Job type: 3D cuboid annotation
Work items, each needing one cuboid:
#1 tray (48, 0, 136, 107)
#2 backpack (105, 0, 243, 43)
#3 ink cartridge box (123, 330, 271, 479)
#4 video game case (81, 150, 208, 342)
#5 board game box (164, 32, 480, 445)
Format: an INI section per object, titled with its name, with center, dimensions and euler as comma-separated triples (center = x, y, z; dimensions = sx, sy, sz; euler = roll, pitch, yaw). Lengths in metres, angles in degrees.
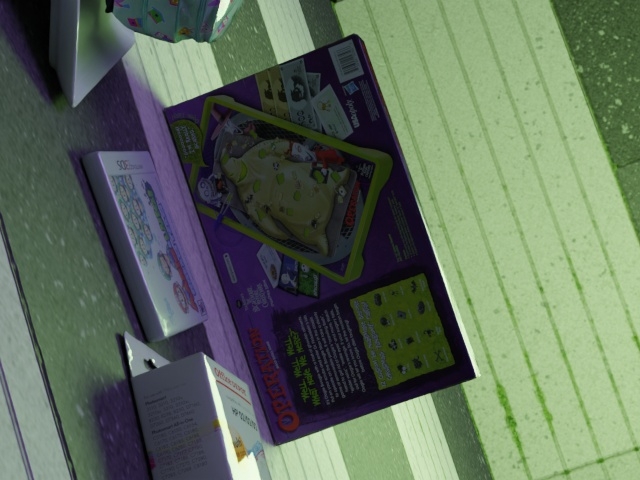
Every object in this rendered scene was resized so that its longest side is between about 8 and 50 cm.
[tray]
center = -0.188, -0.211, 1.336
dimensions = 0.270, 0.030, 0.145
euler = -77, 172, -72
[backpack]
center = -0.114, -0.232, 1.327
dimensions = 0.182, 0.115, 0.152
euler = -66, 165, -73
[ink cartridge box]
center = -0.086, 0.152, 1.191
dimensions = 0.104, 0.061, 0.181
euler = 48, 23, -65
[video game case]
center = -0.141, 0.002, 1.311
dimensions = 0.143, 0.019, 0.157
euler = -18, 88, -80
[board game box]
center = 0.000, 0.000, 1.527
dimensions = 0.056, 0.208, 0.347
euler = 19, 52, -80
